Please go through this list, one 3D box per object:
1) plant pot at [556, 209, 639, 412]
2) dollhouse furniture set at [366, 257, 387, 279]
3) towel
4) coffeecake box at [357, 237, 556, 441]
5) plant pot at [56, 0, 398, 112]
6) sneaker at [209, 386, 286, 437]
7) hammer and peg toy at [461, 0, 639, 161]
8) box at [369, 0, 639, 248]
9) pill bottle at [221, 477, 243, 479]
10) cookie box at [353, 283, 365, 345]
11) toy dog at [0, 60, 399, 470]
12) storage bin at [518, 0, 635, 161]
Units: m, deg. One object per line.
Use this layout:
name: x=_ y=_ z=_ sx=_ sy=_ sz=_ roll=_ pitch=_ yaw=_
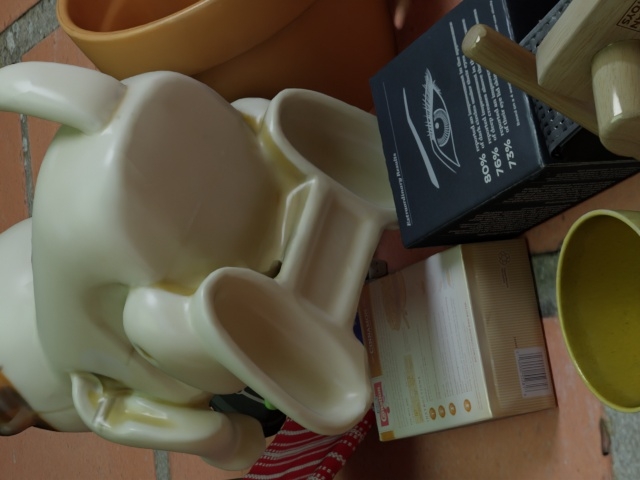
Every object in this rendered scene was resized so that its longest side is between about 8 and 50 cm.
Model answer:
plant pot: x=0.232 y=0.040 z=0.955 sx=0.134 sy=0.095 sz=0.134 roll=171 pitch=90 yaw=-67
dollhouse furniture set: x=0.000 y=0.000 z=1.412 sx=0.114 sy=0.081 sz=0.091 roll=-15 pitch=80 yaw=62
towel: x=-0.040 y=0.231 z=1.364 sx=0.031 sy=0.275 sz=0.199 roll=45 pitch=151 yaw=-10
coffeecake box: x=0.110 y=0.089 z=1.229 sx=0.185 sy=0.068 sz=0.142 roll=-26 pitch=71 yaw=60
plant pot: x=-0.061 y=-0.202 z=1.293 sx=0.203 sy=0.291 sz=0.291 roll=55 pitch=170 yaw=-33
sneaker: x=-0.171 y=0.088 z=1.642 sx=0.483 sy=0.185 sz=0.202 roll=31 pitch=116 yaw=59
hammer and peg toy: x=0.247 y=-0.099 z=0.743 sx=0.361 sy=0.265 sz=0.127 roll=126 pitch=152 yaw=-49
box: x=0.140 y=-0.095 z=1.106 sx=0.207 sy=0.108 sz=0.153 roll=-32 pitch=66 yaw=60
pill bottle: x=-0.168 y=0.351 z=1.537 sx=0.169 sy=0.301 sz=0.169 roll=13 pitch=105 yaw=61
cookie box: x=0.009 y=0.052 z=1.399 sx=0.092 sy=0.040 sz=0.107 roll=55 pitch=163 yaw=-24
toy dog: x=-0.170 y=0.048 z=1.227 sx=0.408 sy=0.395 sz=0.285 roll=-32 pitch=41 yaw=49
storage bin: x=0.225 y=-0.129 z=0.927 sx=0.180 sy=0.122 sz=0.084 roll=-46 pitch=53 yaw=55
